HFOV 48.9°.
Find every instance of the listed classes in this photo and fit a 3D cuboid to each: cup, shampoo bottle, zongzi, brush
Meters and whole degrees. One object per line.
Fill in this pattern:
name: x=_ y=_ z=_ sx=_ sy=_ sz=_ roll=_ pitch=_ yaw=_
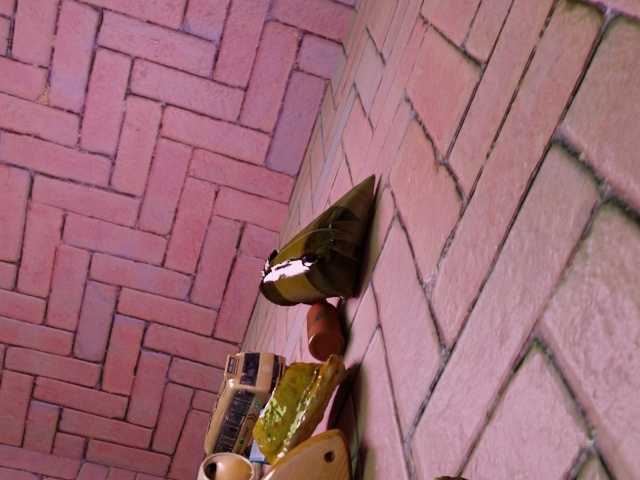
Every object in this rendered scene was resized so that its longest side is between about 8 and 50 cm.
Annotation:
cup: x=-0.249 y=0.769 z=2.052 sx=0.173 sy=0.255 sz=0.202 roll=-18 pitch=-58 yaw=-53
shampoo bottle: x=0.006 y=0.192 z=1.638 sx=0.244 sy=0.086 sz=0.085 roll=-106 pitch=33 yaw=-71
zongzi: x=0.000 y=0.000 z=1.695 sx=0.289 sy=0.154 sz=0.317 roll=-14 pitch=44 yaw=48
brush: x=-0.030 y=0.453 z=1.239 sx=0.266 sy=0.174 sz=0.166 roll=-59 pitch=-2 yaw=-12

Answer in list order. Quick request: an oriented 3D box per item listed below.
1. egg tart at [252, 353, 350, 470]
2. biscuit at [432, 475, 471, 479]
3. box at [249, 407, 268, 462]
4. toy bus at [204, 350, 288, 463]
egg tart: x=-0.050 y=0.347 z=1.408 sx=0.288 sy=0.118 sz=0.288 roll=-62 pitch=-5 yaw=-9
biscuit: x=0.126 y=0.354 z=0.778 sx=0.052 sy=0.056 sz=0.187 roll=-154 pitch=81 yaw=-81
box: x=-0.119 y=0.516 z=1.853 sx=0.232 sy=0.083 sz=0.142 roll=126 pitch=157 yaw=-68
toy bus: x=-0.222 y=0.501 z=2.114 sx=0.177 sy=0.202 sz=0.365 roll=-87 pitch=16 yaw=-56
